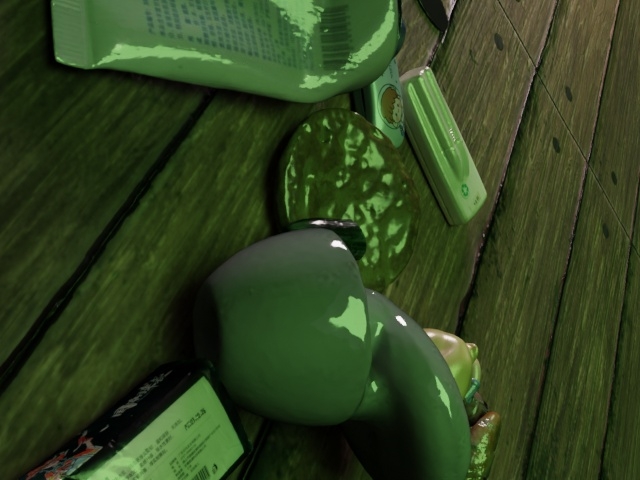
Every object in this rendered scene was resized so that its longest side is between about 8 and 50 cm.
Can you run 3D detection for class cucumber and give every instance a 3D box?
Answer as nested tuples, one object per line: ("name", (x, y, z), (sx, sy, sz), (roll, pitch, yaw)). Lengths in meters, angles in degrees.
("cucumber", (0.000, 0.000, 0.762), (0.105, 0.048, 0.048), (2, 79, -43))

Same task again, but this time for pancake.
("pancake", (0.034, -0.040, 0.856), (0.236, 0.042, 0.222), (17, 76, -41))

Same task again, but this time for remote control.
("remote control", (0.177, -0.137, 1.045), (0.090, 0.049, 0.230), (-46, 116, -42))

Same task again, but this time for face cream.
("face cream", (-0.072, -0.258, 0.759), (0.420, 0.137, 0.235), (3, 79, -40))

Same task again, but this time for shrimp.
("shrimp", (0.177, 0.318, 0.897), (0.223, 0.047, 0.126), (-65, 154, -9))

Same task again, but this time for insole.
("insole", (0.151, -0.407, 1.122), (0.188, 0.004, 0.064), (56, 44, -22))

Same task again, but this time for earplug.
("earplug", (0.018, 0.130, 0.695), (0.175, 0.214, 0.325), (-48, 116, -13))

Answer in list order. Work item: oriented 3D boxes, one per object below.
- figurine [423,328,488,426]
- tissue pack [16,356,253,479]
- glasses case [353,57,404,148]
("figurine", (0.150, 0.179, 0.890), (0.196, 0.114, 0.108), (38, 43, -47))
("tissue pack", (-0.143, 0.180, 0.564), (0.170, 0.090, 0.103), (-38, 109, -49))
("glasses case", (0.073, -0.205, 0.947), (0.067, 0.045, 0.178), (0, 80, -48))
